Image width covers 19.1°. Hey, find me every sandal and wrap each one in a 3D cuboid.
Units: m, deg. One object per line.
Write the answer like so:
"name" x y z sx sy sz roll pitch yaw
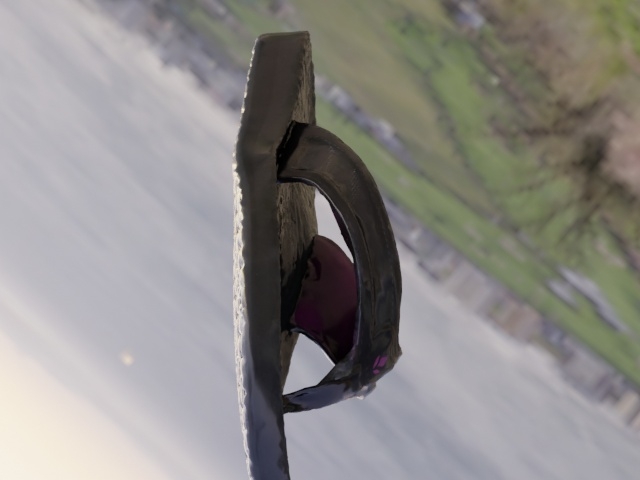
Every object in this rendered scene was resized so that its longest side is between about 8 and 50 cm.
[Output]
"sandal" 0.000 -0.003 1.247 0.446 0.107 0.167 -88 -5 -52
